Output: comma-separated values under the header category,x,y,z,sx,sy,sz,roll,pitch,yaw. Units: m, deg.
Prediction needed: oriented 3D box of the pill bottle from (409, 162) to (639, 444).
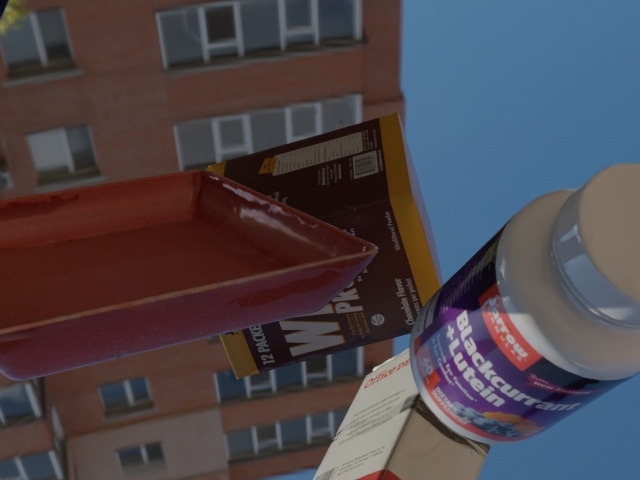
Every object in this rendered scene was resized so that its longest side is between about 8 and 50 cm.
category,x,y,z,sx,sy,sz,roll,pitch,yaw
pill bottle,0.132,0.037,0.649,0.108,0.193,0.108,8,-118,-16

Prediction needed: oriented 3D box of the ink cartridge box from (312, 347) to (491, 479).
category,x,y,z,sx,sy,sz,roll,pitch,yaw
ink cartridge box,0.092,0.260,1.369,0.114,0.197,0.273,38,-127,-11

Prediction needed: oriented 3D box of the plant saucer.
category,x,y,z,sx,sy,sz,roll,pitch,yaw
plant saucer,-0.136,0.016,0.773,0.259,0.047,0.258,-12,-159,-29

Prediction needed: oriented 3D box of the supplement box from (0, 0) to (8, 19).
category,x,y,z,sx,sy,sz,roll,pitch,yaw
supplement box,-0.313,-0.308,0.869,0.195,0.194,0.356,19,-155,-25

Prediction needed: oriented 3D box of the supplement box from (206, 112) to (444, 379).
category,x,y,z,sx,sy,sz,roll,pitch,yaw
supplement box,0.000,0.000,1.057,0.194,0.129,0.191,-15,-154,8
